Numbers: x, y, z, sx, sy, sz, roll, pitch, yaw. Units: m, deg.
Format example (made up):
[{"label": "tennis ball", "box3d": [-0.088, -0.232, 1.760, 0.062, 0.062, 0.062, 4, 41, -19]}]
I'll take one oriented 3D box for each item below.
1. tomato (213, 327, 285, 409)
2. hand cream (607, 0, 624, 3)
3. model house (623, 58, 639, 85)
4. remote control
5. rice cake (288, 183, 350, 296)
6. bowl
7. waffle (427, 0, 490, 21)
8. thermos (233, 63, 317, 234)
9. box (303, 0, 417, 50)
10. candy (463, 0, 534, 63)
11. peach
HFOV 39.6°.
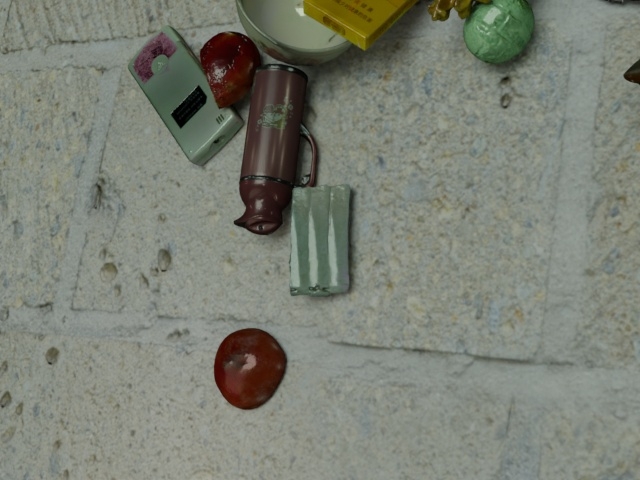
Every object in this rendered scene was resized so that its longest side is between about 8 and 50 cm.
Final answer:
[{"label": "tomato", "box3d": [-0.147, 0.233, 1.669, 0.156, 0.069, 0.155, -10, 70, 28]}, {"label": "hand cream", "box3d": [0.494, -0.450, 1.519, 0.257, 0.050, 0.084, 26, 87, 45]}, {"label": "model house", "box3d": [0.613, -0.223, 1.304, 0.199, 0.219, 0.229, -42, 103, 3]}, {"label": "remote control", "box3d": [-0.300, -0.322, 1.936, 0.145, 0.050, 0.344, -42, 59, 12]}, {"label": "rice cake", "box3d": [0.000, 0.000, 1.649, 0.124, 0.038, 0.211, -4, 74, 0]}, {"label": "bowl", "box3d": [-0.040, -0.455, 1.742, 0.277, 0.145, 0.277, 3, 72, -10]}, {"label": "waffle", "box3d": [0.252, -0.533, 1.557, 0.260, 0.069, 0.293, -38, 56, 24]}, {"label": "thermos", "box3d": [-0.085, -0.168, 1.744, 0.109, 0.136, 0.330, -14, 66, 56]}, {"label": "box", "box3d": [0.110, -0.480, 1.668, 0.152, 0.043, 0.269, 36, 67, 18]}, {"label": "candy", "box3d": [0.400, -0.501, 1.536, 0.119, 0.119, 0.440, 40, 100, 32]}, {"label": "peach", "box3d": [-0.194, -0.362, 1.837, 0.127, 0.092, 0.172, 5, 54, 15]}]
